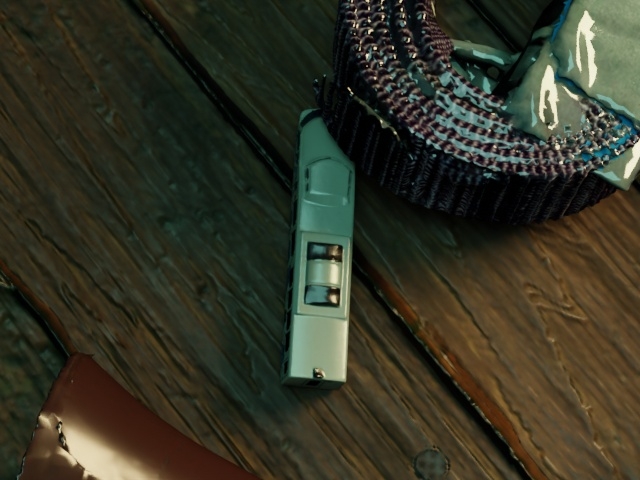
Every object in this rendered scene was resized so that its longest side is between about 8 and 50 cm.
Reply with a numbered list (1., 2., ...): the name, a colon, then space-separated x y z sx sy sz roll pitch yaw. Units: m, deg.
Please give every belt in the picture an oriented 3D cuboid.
1. belt: 0.147 -0.165 1.115 0.260 0.122 0.325 26 66 8

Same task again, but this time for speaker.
1. speaker: -0.030 0.179 0.926 0.329 0.259 0.198 13 55 5

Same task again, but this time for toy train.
1. toy train: 0.000 0.000 1.099 0.043 0.047 0.207 6 72 -10
